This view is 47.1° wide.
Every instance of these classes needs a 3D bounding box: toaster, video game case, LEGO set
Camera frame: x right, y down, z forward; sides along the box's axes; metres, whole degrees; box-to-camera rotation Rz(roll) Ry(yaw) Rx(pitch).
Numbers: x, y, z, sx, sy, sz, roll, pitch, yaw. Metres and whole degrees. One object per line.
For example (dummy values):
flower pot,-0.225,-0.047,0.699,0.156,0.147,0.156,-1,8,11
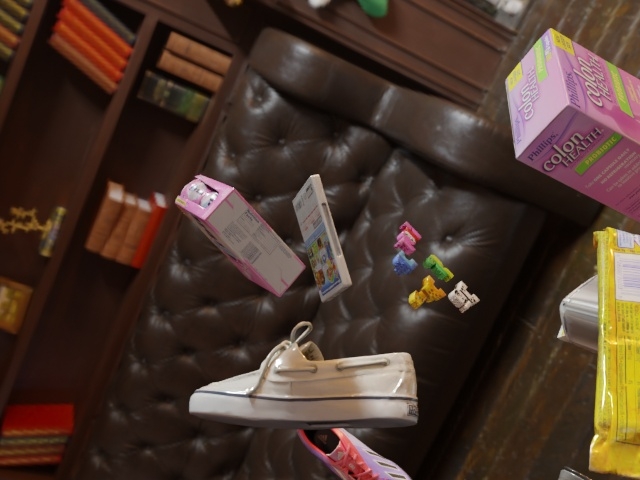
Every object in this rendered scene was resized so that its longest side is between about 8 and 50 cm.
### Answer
toaster,0.565,0.143,1.403,0.146,0.227,0.129,13,127,58
video game case,0.000,0.000,0.790,0.087,0.011,0.122,135,120,-68
LEGO set,0.214,0.084,1.547,0.093,0.227,0.087,-41,-4,-47

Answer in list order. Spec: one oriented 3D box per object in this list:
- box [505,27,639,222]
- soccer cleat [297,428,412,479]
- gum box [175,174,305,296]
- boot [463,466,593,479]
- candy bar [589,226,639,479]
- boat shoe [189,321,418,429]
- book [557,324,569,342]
box,0.428,-0.180,1.145,0.117,0.243,0.213,-53,20,42
soccer cleat,0.075,0.493,1.622,0.318,0.116,0.108,35,84,21
gum box,-0.119,-0.010,1.064,0.062,0.188,0.107,-49,36,-12
boot,0.477,0.578,1.597,0.338,0.118,0.222,34,80,26
candy bar,0.164,0.051,0.389,0.018,0.040,0.161,86,-163,-46
boat shoe,-0.030,0.209,1.152,0.367,0.136,0.156,-6,66,20
book,0.640,0.190,1.805,0.144,0.035,0.096,112,180,-71
